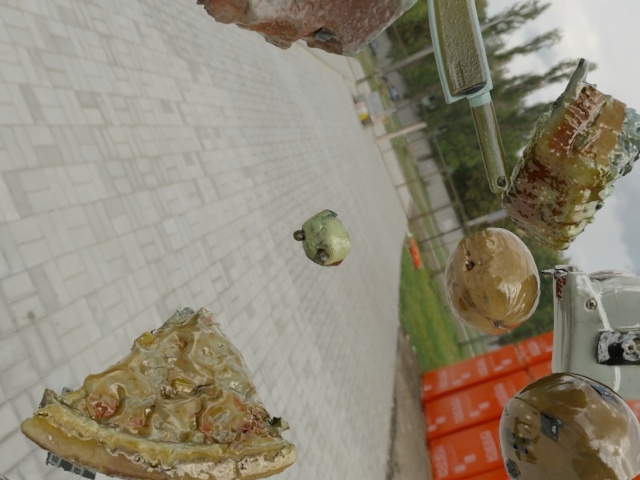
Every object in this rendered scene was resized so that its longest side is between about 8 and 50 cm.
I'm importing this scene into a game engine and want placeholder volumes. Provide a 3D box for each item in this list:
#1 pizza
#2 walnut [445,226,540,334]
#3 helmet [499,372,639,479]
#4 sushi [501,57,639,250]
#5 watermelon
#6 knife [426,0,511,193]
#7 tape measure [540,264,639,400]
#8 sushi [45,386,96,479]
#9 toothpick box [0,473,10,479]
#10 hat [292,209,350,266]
[{"bbox_3d":[-0.226,0.301,1.188,0.392,0.080,0.435,33,39,15],"label":"pizza"},{"bbox_3d":[0.351,0.081,1.403,0.195,0.195,0.221,55,25,-56],"label":"walnut"},{"bbox_3d":[0.351,0.264,0.971,0.224,0.198,0.130,30,-39,64],"label":"helmet"},{"bbox_3d":[0.361,-0.110,0.953,0.139,0.184,0.274,38,-22,17],"label":"sushi"},{"bbox_3d":[0.017,-0.383,0.911,0.151,0.302,0.264,33,11,36],"label":"watermelon"},{"bbox_3d":[0.183,-0.191,0.837,0.027,0.061,0.343,-110,178,-56],"label":"knife"},{"bbox_3d":[0.569,0.180,1.315,0.130,0.265,0.258,-59,147,-83],"label":"tape measure"},{"bbox_3d":[-0.571,0.461,1.615,0.031,0.139,0.201,-8,114,-78],"label":"sushi"},{"bbox_3d":[-0.570,0.423,1.116,0.149,0.098,0.098,111,-33,-61],"label":"toothpick box"},{"bbox_3d":[0.000,0.000,0.988,0.059,0.076,0.077,-15,65,-39],"label":"hat"}]
